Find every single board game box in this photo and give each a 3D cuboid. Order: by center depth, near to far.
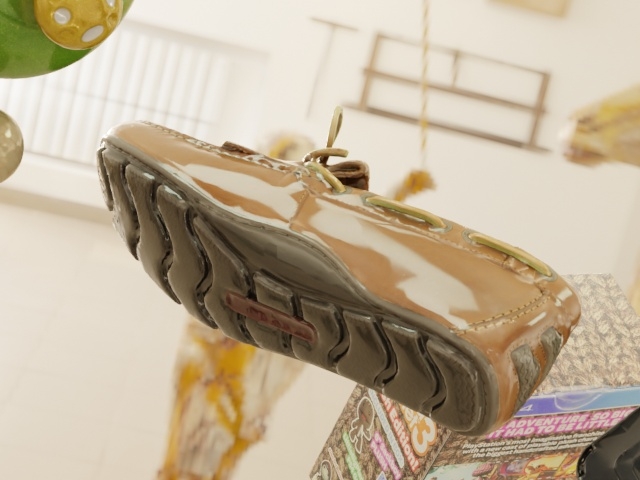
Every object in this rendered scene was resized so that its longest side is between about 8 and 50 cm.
[{"bbox_3d":[0.155,0.182,1.384,0.232,0.291,0.141,-1,46,-29],"label":"board game box"}]

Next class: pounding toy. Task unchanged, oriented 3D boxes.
[{"bbox_3d":[-0.181,-0.156,0.860,0.183,0.237,0.110,38,-8,-37],"label":"pounding toy"}]

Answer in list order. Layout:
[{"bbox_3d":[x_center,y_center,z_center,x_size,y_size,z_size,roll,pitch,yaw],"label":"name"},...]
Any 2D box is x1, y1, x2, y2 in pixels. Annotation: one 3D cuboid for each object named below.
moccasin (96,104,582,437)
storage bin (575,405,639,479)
[{"bbox_3d":[0.000,-0.003,1.010,0.380,0.139,0.147,19,45,33],"label":"moccasin"},{"bbox_3d":[0.296,0.170,1.075,0.084,0.180,0.122,37,19,-38],"label":"storage bin"}]
